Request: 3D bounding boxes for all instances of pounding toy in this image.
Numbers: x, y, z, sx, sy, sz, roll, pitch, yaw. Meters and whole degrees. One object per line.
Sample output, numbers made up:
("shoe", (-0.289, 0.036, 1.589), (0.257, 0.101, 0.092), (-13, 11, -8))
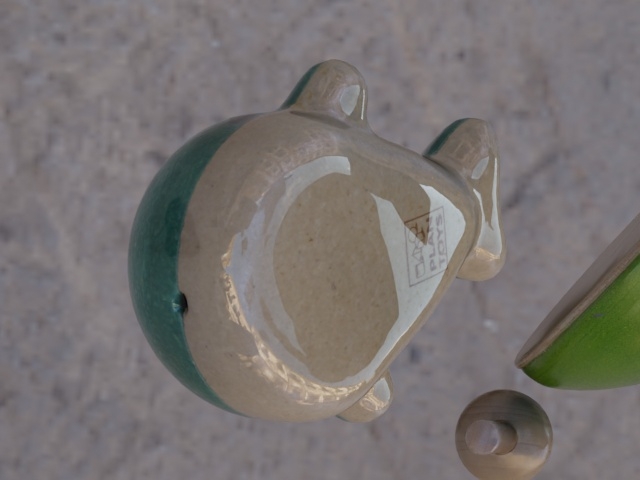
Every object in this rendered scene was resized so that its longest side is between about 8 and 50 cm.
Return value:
("pounding toy", (0.182, 0.052, 0.997), (0.237, 0.110, 0.183), (-48, 176, -4))

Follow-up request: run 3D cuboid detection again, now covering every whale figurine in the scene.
("whale figurine", (0.000, 0.000, 1.143), (0.272, 0.141, 0.216), (-22, 111, -46))
